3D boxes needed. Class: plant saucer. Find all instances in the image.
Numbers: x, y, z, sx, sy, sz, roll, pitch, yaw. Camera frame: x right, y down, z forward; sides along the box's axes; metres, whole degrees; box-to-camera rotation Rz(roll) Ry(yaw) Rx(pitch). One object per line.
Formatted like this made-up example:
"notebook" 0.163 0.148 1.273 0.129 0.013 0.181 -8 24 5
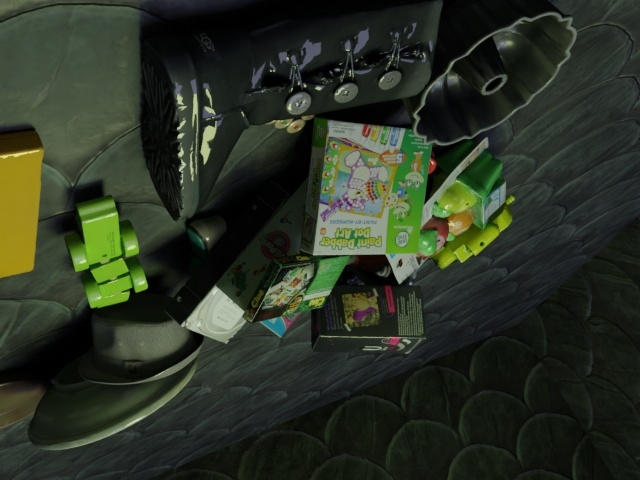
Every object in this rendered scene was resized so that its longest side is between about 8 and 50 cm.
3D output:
"plant saucer" -0.759 0.378 1.738 0.278 0.041 0.278 -24 158 -10
"plant saucer" -0.481 0.312 1.694 0.400 0.100 0.400 -20 -165 6

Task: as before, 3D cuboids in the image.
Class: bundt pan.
"bundt pan" 0.280 -0.322 1.340 0.331 0.124 0.331 -24 158 -10

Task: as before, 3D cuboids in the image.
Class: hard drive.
"hard drive" -0.151 0.054 1.569 0.339 0.064 0.237 -52 158 -4

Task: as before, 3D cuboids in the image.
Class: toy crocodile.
"toy crocodile" -0.390 0.026 1.354 0.115 0.105 0.340 -21 152 -18

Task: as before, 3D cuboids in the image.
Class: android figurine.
"android figurine" 0.395 -0.036 1.990 0.273 0.056 0.248 -40 -158 2

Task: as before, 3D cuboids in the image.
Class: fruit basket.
"fruit basket" 0.298 -0.049 1.796 0.353 0.165 0.327 -54 159 -8

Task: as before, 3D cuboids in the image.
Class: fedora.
"fedora" -0.391 0.192 1.598 0.275 0.124 0.244 1 -153 16

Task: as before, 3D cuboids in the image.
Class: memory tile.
"memory tile" -0.025 -0.242 1.300 0.148 0.012 0.113 -39 156 23

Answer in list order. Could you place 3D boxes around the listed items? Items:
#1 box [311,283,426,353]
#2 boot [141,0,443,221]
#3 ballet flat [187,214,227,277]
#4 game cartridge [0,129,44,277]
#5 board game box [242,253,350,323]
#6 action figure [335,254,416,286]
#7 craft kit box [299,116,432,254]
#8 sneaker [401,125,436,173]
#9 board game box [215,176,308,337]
"box" 0.117 0.203 1.920 0.270 0.143 0.165 2 158 -6
"boot" -0.045 -0.217 1.184 0.445 0.146 0.367 -23 158 -24
"ballet flat" -0.226 0.026 1.566 0.086 0.086 0.248 -20 156 -19
"game cartridge" -0.561 -0.027 1.097 0.285 0.053 0.324 -14 151 -32
"board game box" -0.041 0.085 1.458 0.259 0.030 0.136 -4 125 -60
"action figure" 0.137 0.095 2.015 0.341 0.178 0.330 -32 149 6
"craft kit box" 0.089 -0.097 1.412 0.250 0.061 0.247 -1 105 -33
"sneaker" 0.129 -0.162 1.512 0.279 0.118 0.107 -13 152 -33
"board game box" -0.048 0.031 1.523 0.303 0.097 0.224 -50 156 -6
